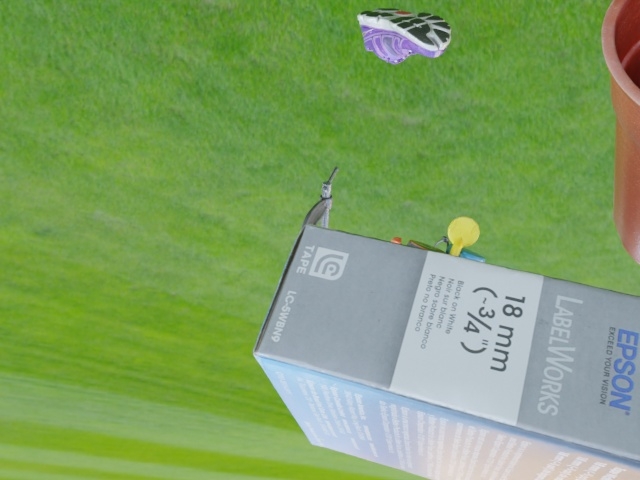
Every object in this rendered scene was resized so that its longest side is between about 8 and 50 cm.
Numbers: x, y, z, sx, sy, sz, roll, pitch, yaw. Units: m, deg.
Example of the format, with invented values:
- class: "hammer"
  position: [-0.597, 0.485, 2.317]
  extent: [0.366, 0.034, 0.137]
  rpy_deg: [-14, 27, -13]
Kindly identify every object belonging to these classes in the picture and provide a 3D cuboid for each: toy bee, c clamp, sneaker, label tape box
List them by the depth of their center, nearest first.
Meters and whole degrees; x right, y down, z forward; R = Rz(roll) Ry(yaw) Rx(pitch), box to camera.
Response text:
- class: "label tape box"
  position: [0.145, 0.122, 0.461]
  extent: [0.334, 0.105, 0.240]
  rpy_deg: [13, 153, 15]
- class: "c clamp"
  position: [0.000, 0.000, 0.837]
  extent: [0.022, 0.137, 0.160]
  rpy_deg: [13, 118, 15]
- class: "sneaker"
  position: [0.115, -0.270, 0.866]
  extent: [0.068, 0.170, 0.071]
  rpy_deg: [-21, 123, -20]
- class: "toy bee"
  position: [0.201, 0.057, 1.141]
  extent: [0.162, 0.195, 0.298]
  rpy_deg: [17, 169, -20]

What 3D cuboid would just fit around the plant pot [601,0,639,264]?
- class: "plant pot"
  position: [0.405, -0.095, 0.614]
  extent: [0.273, 0.272, 0.265]
  rpy_deg: [-4, 144, 15]
